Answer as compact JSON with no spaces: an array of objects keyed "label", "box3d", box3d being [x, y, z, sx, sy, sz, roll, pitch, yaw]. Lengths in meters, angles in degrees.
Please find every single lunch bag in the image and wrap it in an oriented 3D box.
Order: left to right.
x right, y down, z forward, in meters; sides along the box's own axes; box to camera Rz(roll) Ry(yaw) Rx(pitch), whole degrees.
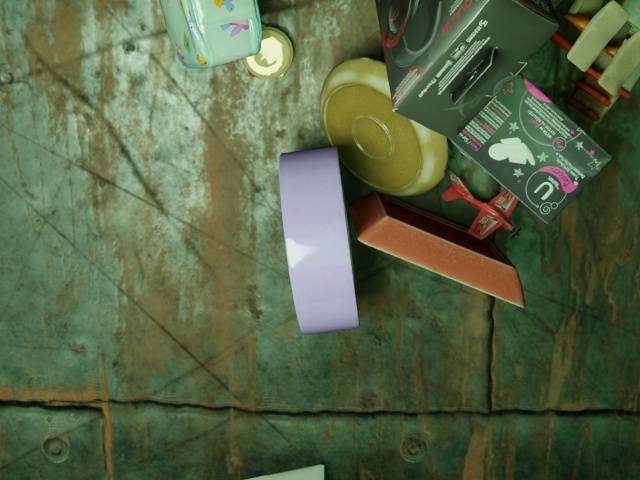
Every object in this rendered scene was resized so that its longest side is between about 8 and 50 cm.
[{"label":"lunch bag","box3d":[-0.177,-0.389,1.320,0.107,0.224,0.279,-17,105,-16]}]

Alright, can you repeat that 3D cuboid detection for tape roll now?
[{"label":"tape roll","box3d":[0.000,0.000,1.393,0.090,0.275,0.275,-7,105,3]}]

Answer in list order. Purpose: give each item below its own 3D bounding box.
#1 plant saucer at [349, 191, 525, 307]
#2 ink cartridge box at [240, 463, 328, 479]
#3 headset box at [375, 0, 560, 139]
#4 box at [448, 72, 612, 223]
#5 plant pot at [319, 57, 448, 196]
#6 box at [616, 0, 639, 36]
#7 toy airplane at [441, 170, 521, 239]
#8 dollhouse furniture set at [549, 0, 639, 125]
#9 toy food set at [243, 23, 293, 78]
[{"label":"plant saucer","box3d":[0.175,0.000,1.401,0.258,0.259,0.048,22,103,-6]},{"label":"ink cartridge box","box3d":[-0.060,0.557,1.626,0.201,0.117,0.278,-12,105,3]},{"label":"headset box","box3d":[0.187,-0.298,1.243,0.110,0.293,0.218,21,133,-25]},{"label":"box","box3d":[0.288,-0.169,1.404,0.247,0.163,0.142,40,105,-9]},{"label":"plant pot","box3d":[0.084,-0.160,1.391,0.032,0.236,0.236,-41,106,-34]},{"label":"box","box3d":[0.520,-0.381,1.389,0.105,0.043,0.179,35,86,-8]},{"label":"toy airplane","box3d":[0.254,-0.054,1.469,0.151,0.151,0.028,23,139,-6]},{"label":"dollhouse furniture set","box3d":[0.355,-0.283,1.341,0.259,0.262,0.135,24,109,-39]},{"label":"toy food set","box3d":[-0.084,-0.292,1.445,0.083,0.020,0.083,14,105,-4]}]
